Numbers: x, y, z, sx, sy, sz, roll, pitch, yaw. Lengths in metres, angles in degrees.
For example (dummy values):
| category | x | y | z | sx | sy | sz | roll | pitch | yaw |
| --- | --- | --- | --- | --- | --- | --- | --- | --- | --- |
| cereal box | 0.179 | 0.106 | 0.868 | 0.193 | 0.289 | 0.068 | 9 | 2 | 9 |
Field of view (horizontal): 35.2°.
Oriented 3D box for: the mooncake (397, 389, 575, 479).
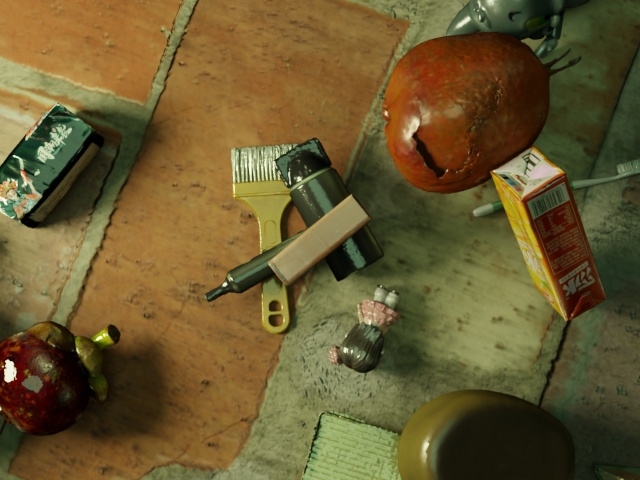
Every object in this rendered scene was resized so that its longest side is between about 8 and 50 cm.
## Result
| category | x | y | z | sx | sy | sz | roll | pitch | yaw |
| --- | --- | --- | --- | --- | --- | --- | --- | --- | --- |
| mooncake | 0.227 | 0.306 | 1.358 | 0.234 | 0.117 | 0.235 | 2 | 84 | -19 |

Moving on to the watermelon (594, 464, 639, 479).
| category | x | y | z | sx | sy | sz | roll | pitch | yaw |
| --- | --- | --- | --- | --- | --- | --- | --- | --- | --- |
| watermelon | 0.464 | 0.363 | 1.387 | 0.155 | 0.080 | 0.101 | 0 | 94 | -15 |

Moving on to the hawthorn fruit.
| category | x | y | z | sx | sy | sz | roll | pitch | yaw |
| --- | --- | --- | --- | --- | --- | --- | --- | --- | --- |
| hawthorn fruit | 0.223 | -0.190 | 1.370 | 0.299 | 0.211 | 0.211 | -21 | 85 | -2 |

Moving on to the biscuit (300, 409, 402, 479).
| category | x | y | z | sx | sy | sz | roll | pitch | yaw |
| --- | --- | --- | --- | --- | --- | --- | --- | --- | --- |
| biscuit | 0.037 | 0.370 | 1.395 | 0.147 | 0.046 | 0.250 | 15 | 84 | 0 |

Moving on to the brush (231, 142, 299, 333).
| category | x | y | z | sx | sy | sz | roll | pitch | yaw |
| --- | --- | --- | --- | --- | --- | --- | --- | --- | --- |
| brush | -0.071 | -0.002 | 1.449 | 0.103 | 0.013 | 0.272 | -4 | 85 | 0 |

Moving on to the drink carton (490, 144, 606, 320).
| category | x | y | z | sx | sy | sz | roll | pitch | yaw |
| --- | --- | --- | --- | --- | --- | --- | --- | --- | --- |
| drink carton | 0.306 | -0.007 | 1.348 | 0.071 | 0.096 | 0.223 | -30 | 123 | -1 |

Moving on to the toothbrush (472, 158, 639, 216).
| category | x | y | z | sx | sy | sz | roll | pitch | yaw |
| --- | --- | --- | --- | --- | --- | --- | --- | --- | --- |
| toothbrush | 0.342 | -0.074 | 1.450 | 0.257 | 0.018 | 0.024 | -16 | 82 | -1 |

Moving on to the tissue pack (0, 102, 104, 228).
| category | x | y | z | sx | sy | sz | roll | pitch | yaw |
| --- | --- | --- | --- | --- | --- | --- | --- | --- | --- |
| tissue pack | -0.388 | -0.104 | 1.418 | 0.090 | 0.103 | 0.170 | 37 | 86 | -3 |

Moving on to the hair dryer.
| category | x | y | z | sx | sy | sz | roll | pitch | yaw |
| --- | --- | --- | --- | --- | --- | --- | --- | --- | --- |
| hair dryer | -0.064 | -0.002 | 1.410 | 0.248 | 0.078 | 0.196 | -30 | 89 | -2 |

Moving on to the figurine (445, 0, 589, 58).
| category | x | y | z | sx | sy | sz | roll | pitch | yaw |
| --- | --- | --- | --- | --- | --- | --- | --- | --- | --- |
| figurine | 0.324 | -0.361 | 1.407 | 0.265 | 0.193 | 0.140 | -39 | 84 | -15 |

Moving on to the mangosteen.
| category | x | y | z | sx | sy | sz | roll | pitch | yaw |
| --- | --- | --- | --- | --- | --- | --- | --- | --- | --- |
| mangosteen | -0.370 | 0.175 | 1.381 | 0.145 | 0.156 | 0.181 | 15 | 53 | 26 |

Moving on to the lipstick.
| category | x | y | z | sx | sy | sz | roll | pitch | yaw |
| --- | --- | --- | --- | --- | --- | --- | --- | --- | --- |
| lipstick | 0.000 | 0.000 | 1.354 | 0.145 | 0.045 | 0.045 | -39 | 86 | 6 |

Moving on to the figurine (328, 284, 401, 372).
| category | x | y | z | sx | sy | sz | roll | pitch | yaw |
| --- | --- | --- | --- | --- | --- | --- | --- | --- | --- |
| figurine | 0.065 | 0.124 | 1.416 | 0.072 | 0.054 | 0.129 | 24 | 83 | 7 |
